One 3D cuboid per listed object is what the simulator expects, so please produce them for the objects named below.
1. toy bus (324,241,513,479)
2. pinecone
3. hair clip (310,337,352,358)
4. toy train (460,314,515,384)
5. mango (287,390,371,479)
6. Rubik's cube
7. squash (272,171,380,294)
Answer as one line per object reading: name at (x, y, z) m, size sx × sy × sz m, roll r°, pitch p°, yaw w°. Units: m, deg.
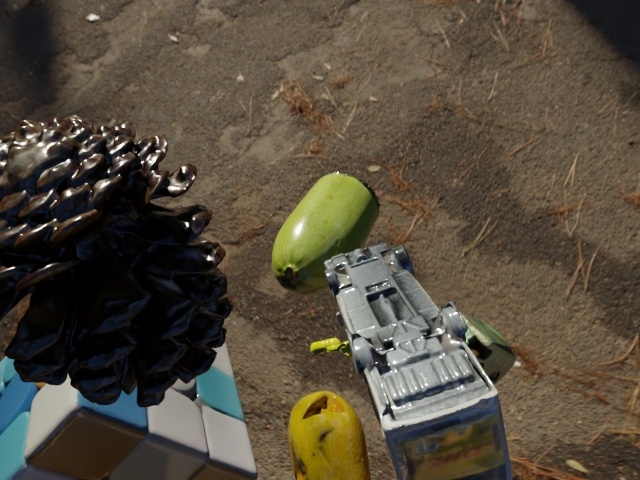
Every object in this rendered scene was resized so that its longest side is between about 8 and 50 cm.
toy bus at (0.077, 0.103, 0.519) m, size 0.097 × 0.342 × 0.138 m, roll -18°, pitch 107°, yaw -1°
pinecone at (-0.202, 0.032, 0.475) m, size 0.246 × 0.292 × 0.246 m, roll -14°, pitch 35°, yaw 10°
hair clip at (0.032, 0.276, 1.330) m, size 0.072 × 0.173 × 0.046 m, roll -3°, pitch 84°, yaw -32°
toy train at (0.431, 0.312, 1.424) m, size 0.159 × 0.326 × 0.129 m, roll -48°, pitch 50°, yaw 9°
mango at (0.035, 0.554, 1.272) m, size 0.182 × 0.253 × 0.365 m, roll -9°, pitch 52°, yaw -23°
Rubik's cube at (-0.366, 0.325, 0.891) m, size 0.344 × 0.347 × 0.347 m, roll -44°, pitch 36°, yaw 7°
squash at (0.000, 0.000, 0.831) m, size 0.132 × 0.133 × 0.247 m, roll 16°, pitch 39°, yaw 16°
